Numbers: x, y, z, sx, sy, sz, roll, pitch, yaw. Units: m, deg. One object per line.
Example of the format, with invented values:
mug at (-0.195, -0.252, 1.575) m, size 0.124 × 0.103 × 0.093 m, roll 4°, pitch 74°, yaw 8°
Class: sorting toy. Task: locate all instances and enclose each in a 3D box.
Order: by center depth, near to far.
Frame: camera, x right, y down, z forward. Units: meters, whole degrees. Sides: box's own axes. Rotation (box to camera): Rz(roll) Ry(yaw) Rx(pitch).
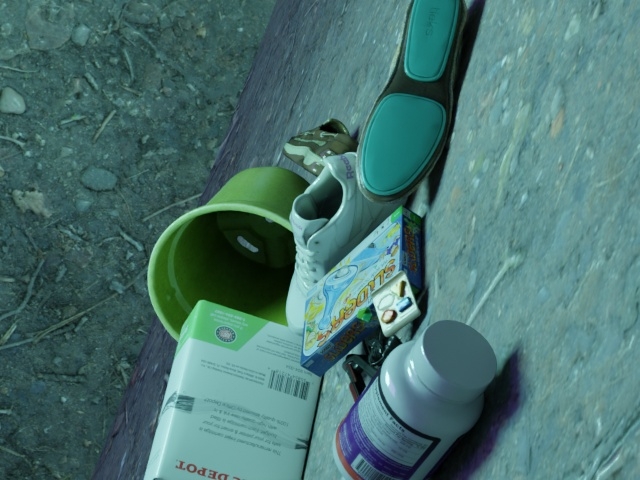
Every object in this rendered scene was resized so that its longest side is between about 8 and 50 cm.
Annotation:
sorting toy at (0.077, 0.081, 1.707) m, size 0.083 × 0.012 × 0.062 m, roll -39°, pitch 55°, yaw 29°

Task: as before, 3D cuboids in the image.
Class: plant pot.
plant pot at (-0.097, 0.016, 2.214) m, size 0.254 × 0.276 × 0.276 m, roll -69°, pitch 4°, yaw -62°

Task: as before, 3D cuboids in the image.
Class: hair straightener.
hair straightener at (0.074, 0.152, 1.728) m, size 0.089 × 0.047 × 0.230 m, roll -48°, pitch 10°, yaw 5°

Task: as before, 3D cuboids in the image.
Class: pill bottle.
pill bottle at (0.095, 0.165, 1.425) m, size 0.108 × 0.108 × 0.193 m, roll -83°, pitch 18°, yaw -44°

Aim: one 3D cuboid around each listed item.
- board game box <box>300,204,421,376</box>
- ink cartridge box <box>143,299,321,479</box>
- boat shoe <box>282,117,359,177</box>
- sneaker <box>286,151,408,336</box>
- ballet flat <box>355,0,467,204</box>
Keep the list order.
board game box at (0.051, 0.064, 1.820) m, size 0.201 × 0.035 × 0.136 m, roll -44°, pitch 26°, yaw 32°
ink cartridge box at (-0.119, 0.248, 2.013) m, size 0.115 × 0.198 × 0.273 m, roll 129°, pitch 157°, yaw -59°
boat shoe at (0.013, -0.146, 2.321) m, size 0.095 × 0.095 × 0.257 m, roll -57°, pitch 19°, yaw 2°
sneaker at (0.000, 0.000, 1.952) m, size 0.114 × 0.152 × 0.305 m, roll 51°, pitch 128°, yaw 40°
ballet flat at (0.126, -0.176, 1.871) m, size 0.106 × 0.107 × 0.316 m, roll 82°, pitch -153°, yaw -72°
